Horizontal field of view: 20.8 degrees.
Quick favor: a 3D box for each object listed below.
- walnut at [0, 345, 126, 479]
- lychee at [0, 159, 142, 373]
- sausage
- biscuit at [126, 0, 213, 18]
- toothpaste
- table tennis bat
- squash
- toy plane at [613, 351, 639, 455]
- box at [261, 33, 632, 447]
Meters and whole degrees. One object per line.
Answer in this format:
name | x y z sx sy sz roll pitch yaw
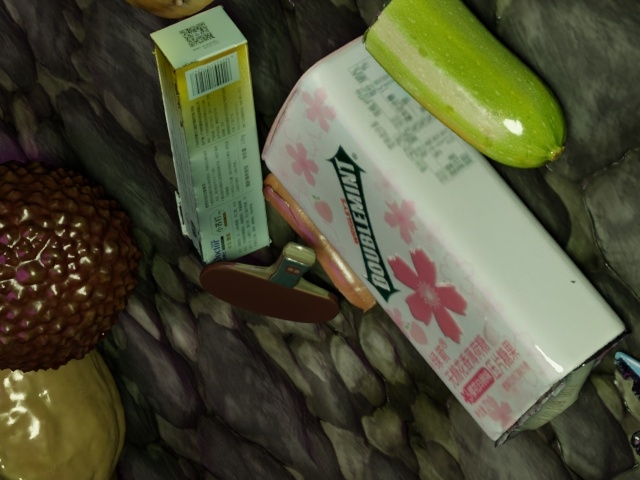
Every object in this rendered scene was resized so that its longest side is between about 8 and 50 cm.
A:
walnut | -0.455 0.253 2.433 0.383 0.383 0.384 36 144 32
lychee | -0.360 0.032 2.141 0.304 0.275 0.276 -22 100 41
sausage | 0.001 -0.001 1.809 0.177 0.040 0.047 51 143 5
biscuit | -0.212 -0.424 1.657 0.446 0.104 0.429 42 148 29
toothpaste | -0.108 -0.095 1.791 0.071 0.089 0.313 52 159 35
table tennis bat | -0.046 0.046 1.832 0.154 0.021 0.274 17 163 -7
squash | 0.128 -0.127 1.453 0.188 0.095 0.095 48 149 15
toy plane | 0.323 0.193 1.482 0.246 0.078 0.169 45 176 25
box | 0.108 0.006 1.584 0.370 0.112 0.190 51 154 13
